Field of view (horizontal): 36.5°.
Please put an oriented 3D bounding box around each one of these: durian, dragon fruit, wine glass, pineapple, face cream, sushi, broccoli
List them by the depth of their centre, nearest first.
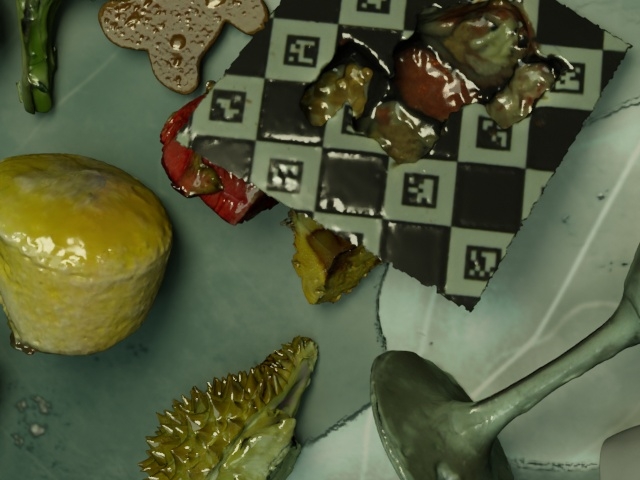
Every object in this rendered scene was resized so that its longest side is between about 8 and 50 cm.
[{"bbox_3d":[0.252,0.079,0.821,0.406,0.267,0.267,-40,91,28],"label":"wine glass"},{"bbox_3d":[0.076,-0.120,0.860,0.294,0.059,0.292,33,81,8],"label":"sushi"},{"bbox_3d":[0.323,0.225,0.900,0.104,0.117,0.117,-13,101,29],"label":"face cream"},{"bbox_3d":[-0.083,-0.103,0.928,0.161,0.120,0.127,33,106,10],"label":"dragon fruit"},{"bbox_3d":[0.000,0.000,0.959,0.114,0.077,0.114,46,108,15],"label":"pineapple"},{"bbox_3d":[-0.279,-0.223,0.971,0.122,0.118,0.204,7,127,-16],"label":"broccoli"},{"bbox_3d":[-0.099,0.235,1.015,0.166,0.172,0.306,20,103,-15],"label":"durian"}]

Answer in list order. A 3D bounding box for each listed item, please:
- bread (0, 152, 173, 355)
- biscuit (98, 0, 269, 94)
[{"bbox_3d":[-0.249,0.008,0.976,0.197,0.197,0.170,22,117,10],"label":"bread"},{"bbox_3d":[-0.110,-0.245,0.936,0.138,0.031,0.205,39,110,-10],"label":"biscuit"}]
